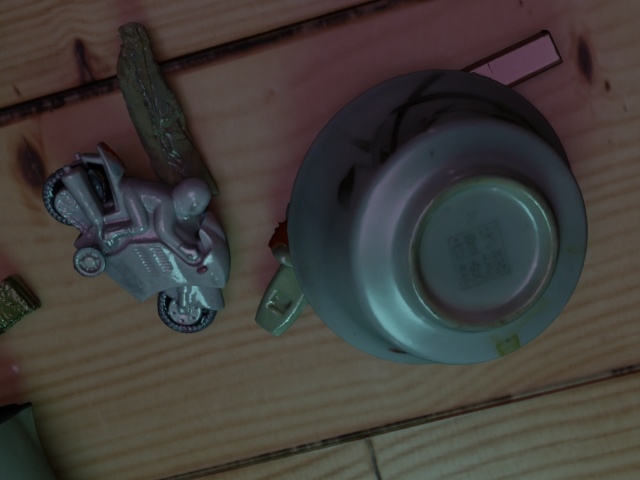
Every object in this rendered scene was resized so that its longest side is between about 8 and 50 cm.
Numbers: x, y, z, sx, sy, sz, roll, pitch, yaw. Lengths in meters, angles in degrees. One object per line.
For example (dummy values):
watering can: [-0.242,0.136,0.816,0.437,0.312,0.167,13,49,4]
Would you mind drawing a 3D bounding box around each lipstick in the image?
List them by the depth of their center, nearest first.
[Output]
lipstick: [0.202,-0.192,1.367,0.145,0.045,0.045,-25,98,8]

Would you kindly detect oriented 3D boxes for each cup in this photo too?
cup: [0.149,-0.006,1.289,0.347,0.163,0.347,-3,103,-13]

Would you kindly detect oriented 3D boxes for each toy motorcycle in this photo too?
toy motorcycle: [-0.194,-0.014,1.401,0.171,0.110,0.260,-41,103,15]

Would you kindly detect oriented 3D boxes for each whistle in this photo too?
whistle: [-0.001,-0.001,1.393,0.102,0.106,0.253,42,105,40]

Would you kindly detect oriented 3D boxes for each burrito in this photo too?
burrito: [-0.192,-0.147,1.414,0.058,0.063,0.229,-31,105,-30]

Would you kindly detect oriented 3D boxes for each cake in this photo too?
cake: [-0.403,0.110,1.473,0.055,0.051,0.140,37,102,-2]

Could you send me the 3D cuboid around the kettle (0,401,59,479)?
kettle: [-0.427,0.430,1.404,0.361,0.250,0.376,-27,92,-19]
